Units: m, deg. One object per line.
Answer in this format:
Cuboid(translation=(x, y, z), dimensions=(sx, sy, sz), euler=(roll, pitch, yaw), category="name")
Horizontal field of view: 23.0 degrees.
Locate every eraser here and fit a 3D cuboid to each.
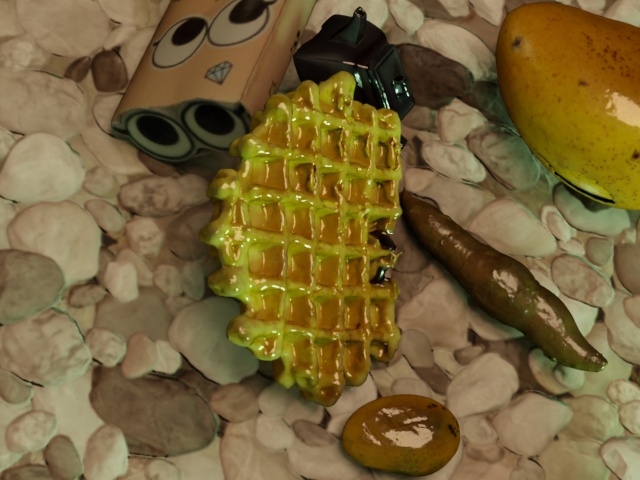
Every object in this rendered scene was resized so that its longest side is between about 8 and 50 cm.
Cuboid(translation=(-0.084, -0.216, 1.563), dimensions=(0.087, 0.171, 0.290), euler=(53, 46, -39), category="eraser")

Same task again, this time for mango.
Cuboid(translation=(0.306, -0.142, 1.673), dimensions=(0.290, 0.160, 0.191), euler=(35, 65, 4), category="mango")
Cuboid(translation=(0.075, 0.182, 1.465), dimensions=(0.114, 0.057, 0.079), euler=(-3, 69, -14), category="mango")

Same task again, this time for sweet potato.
Cuboid(translation=(0.177, 0.040, 1.577), dimensions=(0.274, 0.067, 0.067), euler=(42, 56, 9), category="sweet potato")

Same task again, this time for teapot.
Cuboid(translation=(0.049, -0.155, 1.574), dimensions=(0.087, 0.096, 0.177), euler=(-49, 132, -38), category="teapot")

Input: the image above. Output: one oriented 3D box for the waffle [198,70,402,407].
Cuboid(translation=(-0.001, 0.000, 1.464), dimensions=(0.309, 0.065, 0.283), euler=(-51, 122, -34), category="waffle")
